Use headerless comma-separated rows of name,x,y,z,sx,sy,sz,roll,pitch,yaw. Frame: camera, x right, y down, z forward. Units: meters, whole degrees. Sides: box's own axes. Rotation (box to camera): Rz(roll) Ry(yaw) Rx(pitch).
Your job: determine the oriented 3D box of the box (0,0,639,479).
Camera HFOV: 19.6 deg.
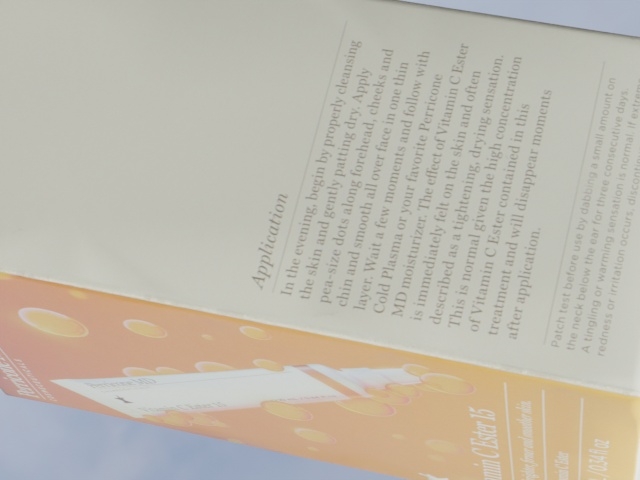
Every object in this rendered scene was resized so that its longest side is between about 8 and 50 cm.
box,0.000,0.000,0.895,0.345,0.215,0.168,11,-111,12
